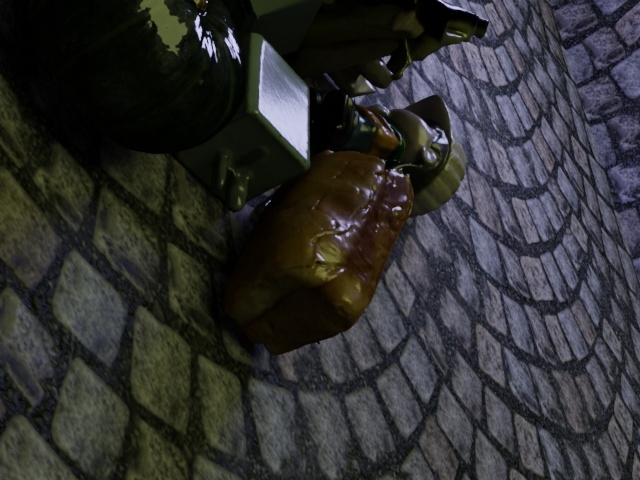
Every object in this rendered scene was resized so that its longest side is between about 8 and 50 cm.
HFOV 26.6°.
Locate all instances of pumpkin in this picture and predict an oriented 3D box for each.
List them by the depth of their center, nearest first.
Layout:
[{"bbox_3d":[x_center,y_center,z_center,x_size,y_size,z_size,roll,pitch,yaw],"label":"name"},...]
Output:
[{"bbox_3d":[-0.220,-0.237,1.596,0.300,0.207,0.300,53,12,-16],"label":"pumpkin"}]

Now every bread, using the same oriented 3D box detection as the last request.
[{"bbox_3d":[-0.006,-0.003,1.786,0.149,0.195,0.344,55,32,-20],"label":"bread"}]

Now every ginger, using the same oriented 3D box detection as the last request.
[{"bbox_3d":[0.071,-0.320,2.174,0.358,0.211,0.413,19,9,4],"label":"ginger"}]

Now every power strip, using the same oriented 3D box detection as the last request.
[{"bbox_3d":[-0.103,-0.141,1.806,0.139,0.140,0.224,45,30,-38],"label":"power strip"}]

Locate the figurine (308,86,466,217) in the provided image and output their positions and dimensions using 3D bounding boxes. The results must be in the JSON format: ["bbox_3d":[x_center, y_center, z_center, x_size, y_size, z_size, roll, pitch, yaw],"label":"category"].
[{"bbox_3d":[0.093,-0.139,2.192,0.332,0.185,0.205,-3,102,-45],"label":"figurine"}]

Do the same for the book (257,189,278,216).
[{"bbox_3d":[-0.012,-0.017,2.010,0.160,0.024,0.228,59,26,-7],"label":"book"}]

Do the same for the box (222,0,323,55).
[{"bbox_3d":[-0.106,-0.392,1.937,0.225,0.117,0.225,133,-63,-73],"label":"box"}]
